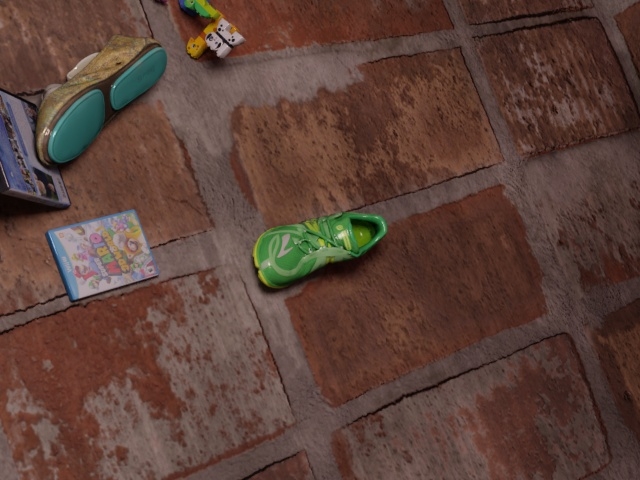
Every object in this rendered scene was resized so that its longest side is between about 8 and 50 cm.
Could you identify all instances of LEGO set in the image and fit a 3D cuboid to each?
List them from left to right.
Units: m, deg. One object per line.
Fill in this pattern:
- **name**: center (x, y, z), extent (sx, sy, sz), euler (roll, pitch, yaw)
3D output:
- **LEGO set**: center (-0.227, -0.390, 2.131), extent (0.227, 0.093, 0.087), euler (46, 8, 20)

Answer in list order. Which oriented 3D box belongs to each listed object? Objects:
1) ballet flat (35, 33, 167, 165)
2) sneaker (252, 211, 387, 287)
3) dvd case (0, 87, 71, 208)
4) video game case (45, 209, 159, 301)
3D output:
- **ballet flat**: center (-0.385, -0.237, 1.932), extent (0.123, 0.123, 0.348), euler (49, 45, -11)
- **sneaker**: center (0.000, 0.000, 2.124), extent (0.296, 0.123, 0.109), euler (-21, 86, -40)
- **dvd case**: center (-0.458, -0.144, 1.790), extent (0.253, 0.022, 0.180), euler (24, 45, -81)
- **video game case**: center (-0.352, 0.022, 1.917), extent (0.166, 0.015, 0.119), euler (-17, 83, -40)
